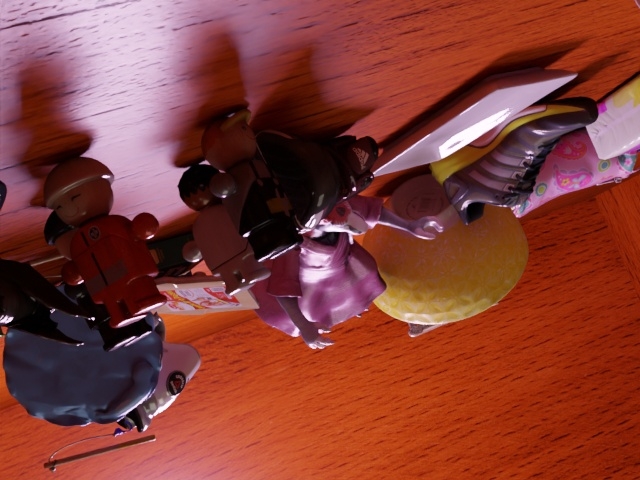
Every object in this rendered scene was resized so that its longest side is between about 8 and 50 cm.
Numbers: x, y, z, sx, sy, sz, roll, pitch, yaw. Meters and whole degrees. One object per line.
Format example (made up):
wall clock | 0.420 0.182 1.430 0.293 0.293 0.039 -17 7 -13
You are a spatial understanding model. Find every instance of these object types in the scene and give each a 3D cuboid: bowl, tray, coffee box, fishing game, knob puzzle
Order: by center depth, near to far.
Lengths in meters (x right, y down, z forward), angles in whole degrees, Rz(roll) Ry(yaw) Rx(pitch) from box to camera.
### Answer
fishing game | -0.281 0.133 1.070 0.189 0.264 0.041 -17 -165 -12
tray | 0.175 -0.149 1.114 0.145 0.030 0.270 -17 172 -35
coffee box | -0.254 0.040 1.233 0.184 0.040 0.113 -17 171 -32
knob puzzle | -0.194 0.071 1.266 0.213 0.030 0.213 -3 163 -1
bowl | 0.191 -0.018 1.504 0.289 0.289 0.156 -22 130 3

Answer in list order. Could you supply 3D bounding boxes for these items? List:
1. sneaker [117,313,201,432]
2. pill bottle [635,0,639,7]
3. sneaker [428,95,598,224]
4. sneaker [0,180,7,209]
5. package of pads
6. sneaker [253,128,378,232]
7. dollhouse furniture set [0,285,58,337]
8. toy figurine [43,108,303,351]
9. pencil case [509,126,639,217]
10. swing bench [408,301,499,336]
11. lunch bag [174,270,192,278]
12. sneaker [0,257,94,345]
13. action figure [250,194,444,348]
sneaker | -0.297 0.152 1.260 0.330 0.122 0.146 20 -136 38
pill bottle | 0.338 -0.222 0.719 0.193 0.108 0.108 -16 171 -34
sneaker | 0.291 -0.118 1.312 0.111 0.121 0.300 -16 171 -37
sneaker | -0.309 -0.017 0.624 0.069 0.082 0.209 -63 169 28
package of pads | 0.581 -0.233 1.380 0.229 0.101 0.296 -19 173 -16
sneaker | 0.003 -0.079 0.935 0.162 0.106 0.281 -26 -176 -18
dollhouse furniture set | -0.400 0.099 1.183 0.076 0.059 0.151 -22 173 12
toy figurine | -0.140 -0.012 0.815 0.209 0.148 0.213 -25 172 -19
pencil case | 0.454 -0.136 1.672 0.284 0.124 0.124 -19 173 -13
swing bench | 0.228 0.041 1.799 0.165 0.253 0.254 -23 172 14
lunch bag | -0.236 0.063 1.359 0.065 0.067 0.098 -23 172 8
sneaker | -0.272 0.034 0.722 0.051 0.170 0.089 -65 163 5
action figure | 0.000 0.000 1.332 0.248 0.276 0.370 -38 158 -18
